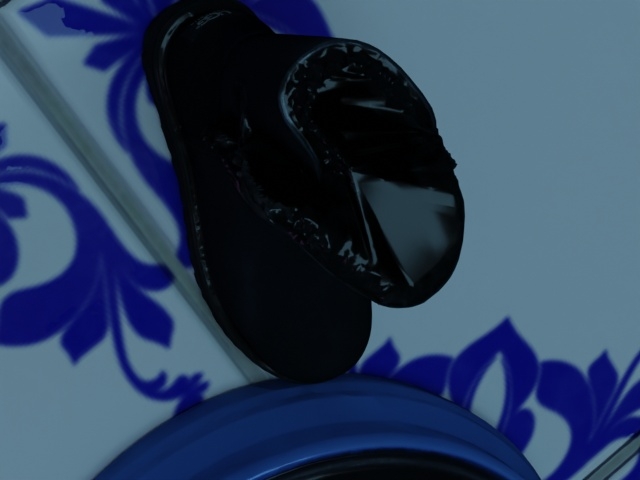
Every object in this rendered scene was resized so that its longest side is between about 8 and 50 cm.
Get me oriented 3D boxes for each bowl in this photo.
[{"bbox_3d":[-0.004,0.275,0.937,0.391,0.077,0.391,-8,110,-23],"label":"bowl"}]

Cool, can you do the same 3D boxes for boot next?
[{"bbox_3d":[0.000,0.000,0.773,0.094,0.207,0.246,-26,116,-15],"label":"boot"}]
